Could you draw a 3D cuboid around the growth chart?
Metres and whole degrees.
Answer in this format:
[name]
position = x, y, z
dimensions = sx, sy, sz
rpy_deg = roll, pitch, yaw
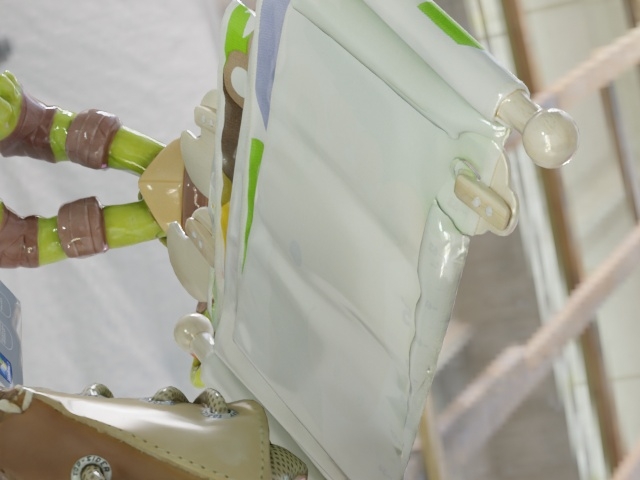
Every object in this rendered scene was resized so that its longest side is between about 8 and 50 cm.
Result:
[growth chart]
position = 0.000, 0.000, 0.595
dimensions = 0.172, 0.021, 0.237
rpy_deg = 54, 145, 34

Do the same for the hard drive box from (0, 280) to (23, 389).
[hard drive box]
position = -0.265, 0.020, 0.765
dimensions = 0.232, 0.181, 0.089
rpy_deg = 55, -166, -39

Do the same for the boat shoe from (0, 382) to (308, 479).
[boat shoe]
position = -0.053, 0.107, 0.543
dimensions = 0.120, 0.324, 0.122
rpy_deg = -45, -20, -24

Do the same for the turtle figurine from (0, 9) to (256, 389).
[turtle figurine]
position = -0.073, -0.040, 0.993
dimensions = 0.087, 0.217, 0.269
rpy_deg = 67, -151, -84
